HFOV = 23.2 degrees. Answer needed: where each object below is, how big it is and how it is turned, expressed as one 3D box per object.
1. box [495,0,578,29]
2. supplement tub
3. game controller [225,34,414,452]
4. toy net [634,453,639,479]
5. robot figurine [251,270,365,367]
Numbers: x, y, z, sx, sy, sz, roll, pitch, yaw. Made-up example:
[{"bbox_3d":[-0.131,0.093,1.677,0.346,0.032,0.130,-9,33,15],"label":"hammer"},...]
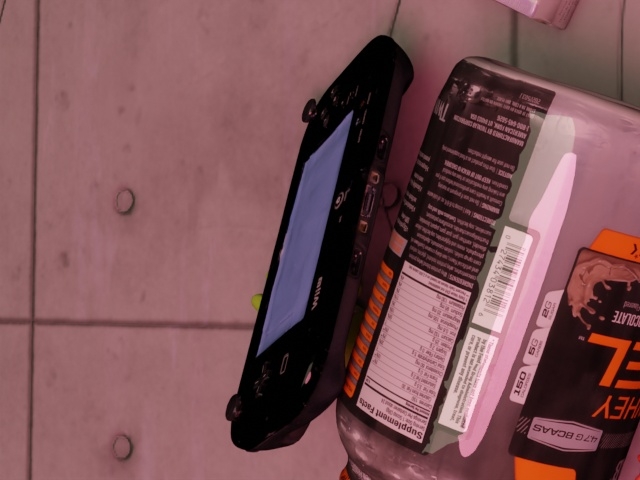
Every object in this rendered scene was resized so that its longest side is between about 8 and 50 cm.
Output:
[{"bbox_3d":[0.065,-0.260,1.231,0.324,0.063,0.067,33,104,29],"label":"box"},{"bbox_3d":[0.136,0.058,1.087,0.207,0.207,0.338,24,101,31],"label":"supplement tub"},{"bbox_3d":[0.000,0.000,1.167,0.166,0.067,0.319,121,164,-62],"label":"game controller"},{"bbox_3d":[0.224,0.213,1.039,0.122,0.232,0.045,61,163,-5],"label":"toy net"},{"bbox_3d":[-0.001,0.069,1.257,0.115,0.067,0.101,37,102,28],"label":"robot figurine"}]
